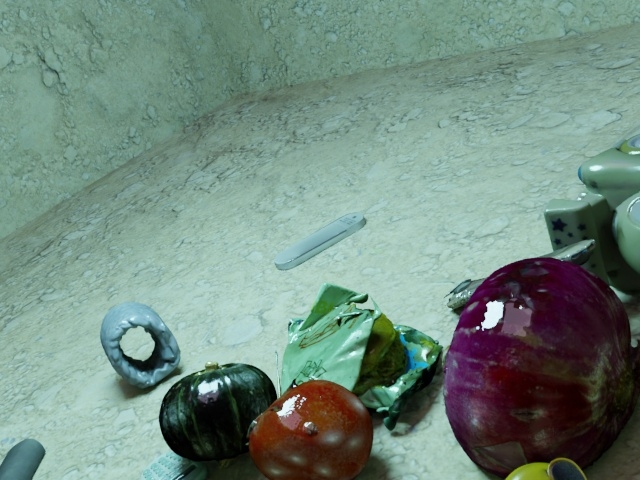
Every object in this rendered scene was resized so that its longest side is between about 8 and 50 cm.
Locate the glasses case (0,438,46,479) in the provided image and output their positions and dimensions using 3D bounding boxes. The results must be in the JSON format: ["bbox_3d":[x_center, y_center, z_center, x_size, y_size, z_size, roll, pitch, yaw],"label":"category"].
[{"bbox_3d":[-0.542,0.422,1.282,0.072,0.042,0.190,-25,22,12],"label":"glasses case"}]

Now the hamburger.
[{"bbox_3d":[0.045,0.169,1.176,0.276,0.150,0.260,-11,27,23],"label":"hamburger"}]

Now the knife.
[{"bbox_3d":[0.302,0.061,1.156,0.089,0.043,0.365,-38,0,-23],"label":"knife"}]

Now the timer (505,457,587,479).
[{"bbox_3d":[0.243,0.301,0.817,0.107,0.109,0.107,-1,48,1],"label":"timer"}]

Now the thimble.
[{"bbox_3d":[-0.353,0.201,1.449,0.127,0.151,0.118,-38,23,-12],"label":"thimble"}]

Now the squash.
[{"bbox_3d":[-0.153,0.260,1.137,0.193,0.155,0.193,-24,-19,-9],"label":"squash"}]

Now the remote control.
[{"bbox_3d":[0.000,0.000,1.742,0.245,0.022,0.077,-30,27,-19],"label":"remote control"}]

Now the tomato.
[{"bbox_3d":[-0.007,0.268,1.008,0.167,0.167,0.167,-19,23,8],"label":"tomato"}]

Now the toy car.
[{"bbox_3d":[0.518,-0.014,1.040,0.226,0.242,0.336,-32,24,-27],"label":"toy car"}]

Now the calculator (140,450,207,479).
[{"bbox_3d":[-0.224,0.366,1.144,0.095,0.021,0.153,-35,26,-28],"label":"calculator"}]

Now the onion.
[{"bbox_3d":[0.264,0.148,0.937,0.273,0.230,0.256,-5,28,19],"label":"onion"}]
